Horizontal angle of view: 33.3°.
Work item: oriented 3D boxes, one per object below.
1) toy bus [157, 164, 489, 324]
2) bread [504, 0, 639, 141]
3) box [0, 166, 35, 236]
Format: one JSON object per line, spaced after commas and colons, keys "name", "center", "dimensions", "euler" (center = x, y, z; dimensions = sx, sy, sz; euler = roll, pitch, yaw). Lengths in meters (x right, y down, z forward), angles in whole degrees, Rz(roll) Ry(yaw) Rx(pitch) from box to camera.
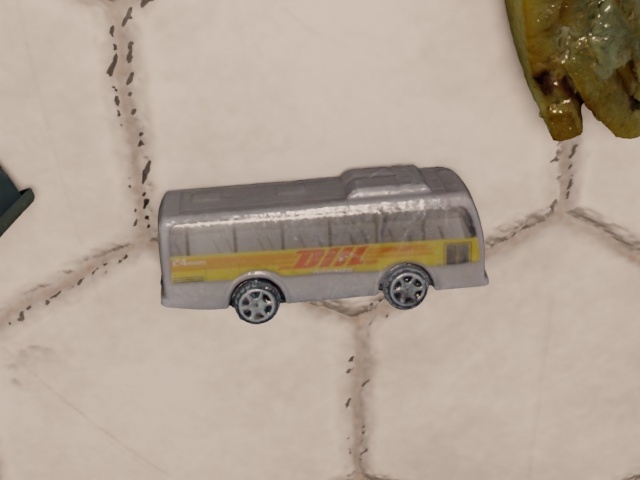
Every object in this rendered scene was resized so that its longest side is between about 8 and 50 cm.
{"name": "toy bus", "center": [0.000, 0.000, 0.626], "dimensions": [0.191, 0.064, 0.075], "euler": [-6, 111, -3]}
{"name": "bread", "center": [0.159, -0.124, 0.561], "dimensions": [0.118, 0.064, 0.156], "euler": [-18, 122, 6]}
{"name": "box", "center": [-0.206, -0.017, 0.570], "dimensions": [0.074, 0.099, 0.054], "euler": [-27, 107, 10]}
